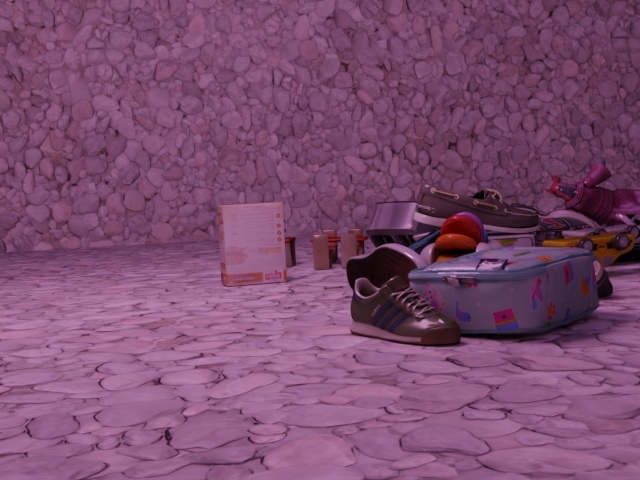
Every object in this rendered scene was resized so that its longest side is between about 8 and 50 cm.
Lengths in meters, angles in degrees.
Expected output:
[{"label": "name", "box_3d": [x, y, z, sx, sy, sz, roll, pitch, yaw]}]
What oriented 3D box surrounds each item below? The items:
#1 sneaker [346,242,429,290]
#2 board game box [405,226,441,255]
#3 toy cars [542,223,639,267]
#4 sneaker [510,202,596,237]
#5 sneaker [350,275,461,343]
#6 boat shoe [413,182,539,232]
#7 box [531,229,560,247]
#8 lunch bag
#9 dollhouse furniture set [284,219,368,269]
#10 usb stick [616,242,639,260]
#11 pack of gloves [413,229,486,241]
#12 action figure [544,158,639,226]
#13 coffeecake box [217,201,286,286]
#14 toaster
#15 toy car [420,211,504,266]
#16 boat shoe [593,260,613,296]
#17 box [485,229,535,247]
[{"label": "sneaker", "box_3d": [0.158, 0.052, 1.606, 0.123, 0.105, 0.290, -7, 4, -21]}, {"label": "board game box", "box_3d": [0.240, 0.016, 1.988, 0.186, 0.026, 0.126, -31, 5, 11]}, {"label": "toy cars", "box_3d": [0.621, 0.019, 1.878, 0.177, 0.087, 0.394, -1, 6, 27]}, {"label": "sneaker", "box_3d": [0.673, -0.021, 2.493, 0.299, 0.120, 0.112, 7, 40, 2]}, {"label": "sneaker", "box_3d": [0.111, 0.093, 1.172, 0.064, 0.086, 0.192, -6, 5, -42]}, {"label": "boat shoe", "box_3d": [0.366, -0.073, 1.921, 0.305, 0.091, 0.109, 5, 10, -12]}, {"label": "box", "box_3d": [0.615, 0.006, 2.289, 0.018, 0.067, 0.083, -7, 5, -38]}, {"label": "lunch bag", "box_3d": [0.270, 0.069, 1.255, 0.224, 0.107, 0.279, 1, 5, 41]}, {"label": "dollhouse furniture set", "box_3d": [0.000, 0.000, 2.300, 0.259, 0.135, 0.262, -2, 4, 7]}, {"label": "usb stick", "box_3d": [0.769, 0.027, 2.040, 0.278, 0.045, 0.077, -2, -3, 12]}, {"label": "pack of gloves", "box_3d": [0.382, -0.018, 2.213, 0.232, 0.046, 0.195, -14, -24, 21]}, {"label": "action figure", "box_3d": [0.841, -0.094, 2.529, 0.370, 0.248, 0.275, 16, 25, -14]}, {"label": "coffeecake box", "box_3d": [-0.158, 0.007, 1.932, 0.142, 0.185, 0.068, -4, 4, -18]}, {"label": "toaster", "box_3d": [0.236, -0.032, 2.368, 0.168, 0.110, 0.185, -1, -37, 31]}, {"label": "toy car", "box_3d": [0.298, 0.009, 1.753, 0.159, 0.136, 0.182, -1, 4, 25]}, {"label": "boat shoe", "box_3d": [0.441, 0.079, 1.529, 0.065, 0.075, 0.206, 42, -23, -21]}, {"label": "box", "box_3d": [0.392, 0.025, 1.999, 0.169, 0.087, 0.290, -3, 4, -1]}]
